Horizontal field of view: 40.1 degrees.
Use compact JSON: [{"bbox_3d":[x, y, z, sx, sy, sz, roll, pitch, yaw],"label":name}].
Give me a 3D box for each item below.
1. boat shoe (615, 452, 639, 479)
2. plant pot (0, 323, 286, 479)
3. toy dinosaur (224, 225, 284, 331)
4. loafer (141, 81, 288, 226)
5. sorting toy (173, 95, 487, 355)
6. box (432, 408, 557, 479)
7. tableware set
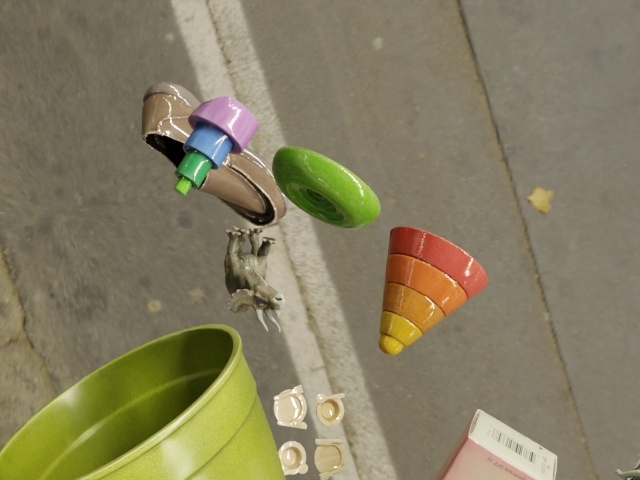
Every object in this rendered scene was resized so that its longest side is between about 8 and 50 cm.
[{"bbox_3d":[0.306,0.252,0.789,0.306,0.105,0.113,-32,64,-20],"label":"boat shoe"},{"bbox_3d":[-0.191,0.360,1.186,0.366,0.366,0.353,-31,106,-13],"label":"plant pot"},{"bbox_3d":[-0.147,0.058,1.703,0.121,0.313,0.160,10,97,-16],"label":"toy dinosaur"},{"bbox_3d":[-0.211,-0.132,1.655,0.366,0.134,0.130,41,50,-29],"label":"loafer"},{"bbox_3d":[0.000,0.000,0.915,0.365,0.127,0.126,34,74,-13],"label":"sorting toy"},{"bbox_3d":[0.248,0.412,1.379,0.148,0.127,0.232,30,107,10],"label":"box"},{"bbox_3d":[-0.016,0.336,1.524,0.141,0.020,0.168,2,81,-28],"label":"tableware set"}]
